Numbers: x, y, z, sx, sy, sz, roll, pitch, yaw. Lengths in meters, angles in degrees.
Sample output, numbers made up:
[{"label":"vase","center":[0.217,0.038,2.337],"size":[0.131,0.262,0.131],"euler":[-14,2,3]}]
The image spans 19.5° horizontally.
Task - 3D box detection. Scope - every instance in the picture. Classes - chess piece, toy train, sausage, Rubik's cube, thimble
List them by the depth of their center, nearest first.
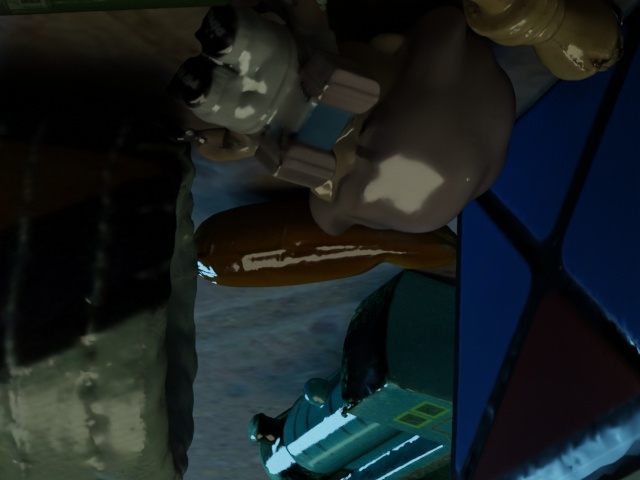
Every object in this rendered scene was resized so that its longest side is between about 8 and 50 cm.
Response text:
[{"label":"chess piece","center":[0.091,-0.122,0.909],"size":[0.060,0.060,0.172],"euler":[-22,150,39]},{"label":"Rubik's cube","center":[0.231,0.043,1.034],"size":[0.250,0.248,0.246],"euler":[11,154,-21]},{"label":"thimble","center":[-0.144,0.037,1.061],"size":[0.150,0.237,0.237],"euler":[1,155,2]},{"label":"sausage","center":[0.000,0.000,1.171],"size":[0.183,0.054,0.062],"euler":[-4,-173,5]},{"label":"toy train","center":[0.067,0.131,1.389],"size":[0.194,0.120,0.298],"euler":[19,150,-20]}]

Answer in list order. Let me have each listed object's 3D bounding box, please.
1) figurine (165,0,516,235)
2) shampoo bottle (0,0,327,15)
[{"label":"figurine","center":[0.024,-0.065,0.961],"size":[0.229,0.137,0.112],"euler":[17,-167,-42]},{"label":"shampoo bottle","center":[-0.095,-0.134,0.865],"size":[0.204,0.065,0.065],"euler":[-2,155,4]}]
